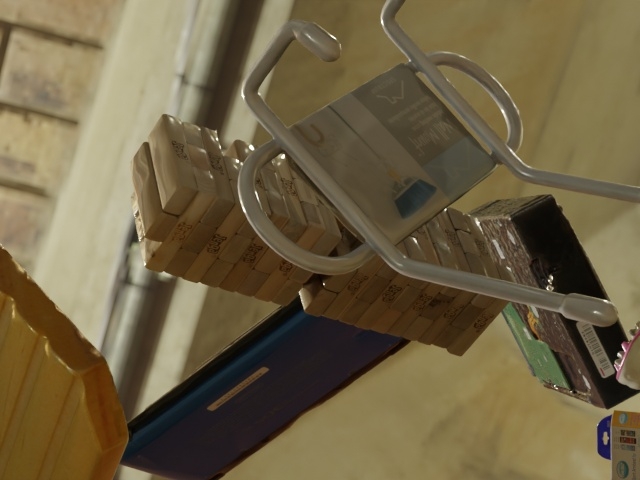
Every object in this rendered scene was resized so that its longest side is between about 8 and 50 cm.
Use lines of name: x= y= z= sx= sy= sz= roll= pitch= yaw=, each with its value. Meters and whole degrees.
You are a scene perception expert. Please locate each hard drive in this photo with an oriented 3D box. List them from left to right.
hard drive: x=0.258 y=0.064 z=1.934 sx=0.064 sy=0.237 sz=0.339 roll=-27 pitch=-178 yaw=-6

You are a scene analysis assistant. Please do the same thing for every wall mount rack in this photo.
wall mount rack: x=0.114 y=-0.060 z=1.237 sx=0.304 sy=0.130 sz=0.350 roll=47 pitch=-140 yaw=7

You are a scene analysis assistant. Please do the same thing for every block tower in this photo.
block tower: x=0.000 y=0.000 z=1.394 sx=0.335 sy=0.091 sz=0.097 roll=18 pitch=-144 yaw=-30

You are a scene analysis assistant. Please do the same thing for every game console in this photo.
game console: x=-0.068 y=0.102 z=1.713 sx=0.250 sy=0.293 sz=0.173 roll=30 pitch=-154 yaw=-55

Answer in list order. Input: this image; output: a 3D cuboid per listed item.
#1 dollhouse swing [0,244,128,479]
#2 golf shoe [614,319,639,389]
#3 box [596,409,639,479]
dollhouse swing: x=-0.343 y=0.168 z=1.163 sx=0.315 sy=0.305 sz=0.347 roll=-33 pitch=-114 yaw=-29
golf shoe: x=0.430 y=0.069 z=1.651 sx=0.140 sy=0.306 sz=0.115 roll=43 pitch=165 yaw=23
box: x=0.352 y=0.216 z=1.732 sx=0.136 sy=0.081 sz=0.028 roll=3 pitch=-143 yaw=14
